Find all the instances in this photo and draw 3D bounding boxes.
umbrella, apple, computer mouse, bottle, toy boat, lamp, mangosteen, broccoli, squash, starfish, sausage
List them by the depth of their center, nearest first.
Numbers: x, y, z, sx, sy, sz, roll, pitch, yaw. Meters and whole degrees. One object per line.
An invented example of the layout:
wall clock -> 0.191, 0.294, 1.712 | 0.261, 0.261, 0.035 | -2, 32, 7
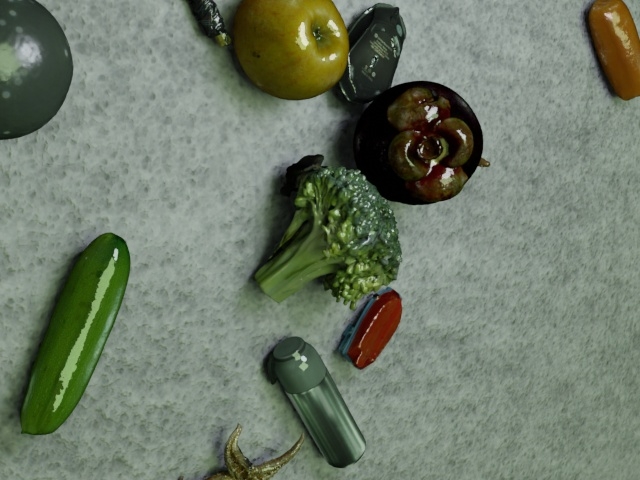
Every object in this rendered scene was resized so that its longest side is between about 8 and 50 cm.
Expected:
lamp -> -0.452, -0.230, 0.976 | 0.314, 0.182, 0.181 | 18, 86, -6
squash -> -0.334, 0.128, 1.138 | 0.082, 0.082, 0.292 | 24, 84, -36
umbrella -> -0.175, -0.348, 1.208 | 0.037, 0.040, 0.144 | -38, 114, -18
apple -> -0.040, -0.299, 1.240 | 0.183, 0.155, 0.182 | -6, 100, -34
mangosteen -> 0.162, -0.151, 1.319 | 0.212, 0.250, 0.211 | -1, 100, -6
broccoli -> 0.000, 0.000, 1.322 | 0.243, 0.263, 0.247 | -38, 85, 1
starfish -> -0.122, 0.394, 1.350 | 0.238, 0.057, 0.213 | -32, 122, -24
computer mouse -> 0.080, -0.307, 1.386 | 0.106, 0.062, 0.192 | 38, 69, -33
bottle -> -0.009, 0.277, 1.402 | 0.096, 0.079, 0.253 | -22, 116, 9
toy boat -> 0.091, 0.151, 1.465 | 0.069, 0.059, 0.173 | 50, 62, -31
sausage -> 0.635, -0.403, 1.756 | 0.098, 0.098, 0.238 | -43, 118, -23

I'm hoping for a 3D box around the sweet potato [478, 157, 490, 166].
sweet potato -> 0.216, -0.152, 1.503 | 0.226, 0.068, 0.068 | 17, 87, -30
